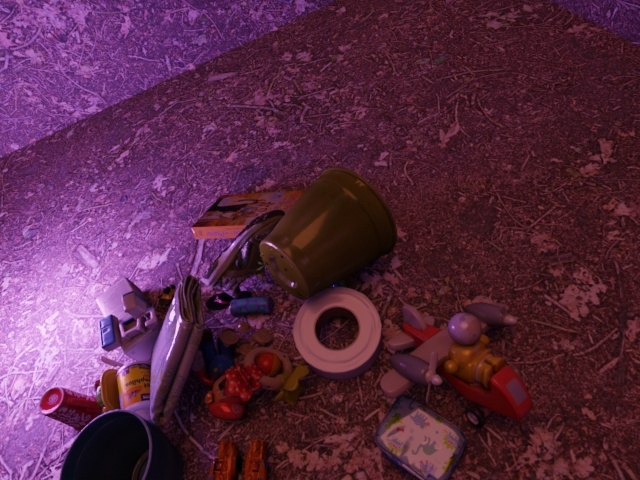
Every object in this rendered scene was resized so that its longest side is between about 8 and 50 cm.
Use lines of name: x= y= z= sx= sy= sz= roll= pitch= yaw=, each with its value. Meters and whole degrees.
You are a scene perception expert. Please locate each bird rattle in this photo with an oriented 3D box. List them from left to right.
bird rattle: x=-0.172 y=0.420 z=1.354 sx=0.253 sy=0.143 sz=0.207 roll=8 pitch=24 yaw=-12

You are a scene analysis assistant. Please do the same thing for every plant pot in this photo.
plant pot: x=-0.536 y=0.658 z=1.239 sx=0.271 sy=0.255 sz=0.272 roll=-9 pitch=54 yaw=12
plant pot: x=0.000 y=0.000 z=1.438 sx=0.353 sy=0.366 sz=0.366 roll=-38 pitch=53 yaw=-26

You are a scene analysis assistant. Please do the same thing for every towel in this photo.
towel: x=-0.468 y=0.334 z=1.382 sx=0.374 sy=0.090 sz=0.320 roll=-67 pitch=23 yaw=15

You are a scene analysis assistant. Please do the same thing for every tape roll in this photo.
tape roll: x=0.057 y=0.298 z=1.397 sx=0.286 sy=0.100 sz=0.286 roll=-4 pitch=60 yaw=8

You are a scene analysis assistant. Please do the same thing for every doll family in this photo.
doll family: x=-0.562 y=0.220 z=1.682 sx=0.193 sy=0.076 sz=0.111 roll=5 pitch=53 yaw=14

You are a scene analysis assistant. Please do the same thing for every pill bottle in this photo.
pill bottle: x=-0.609 y=0.523 z=1.446 sx=0.117 sy=0.117 sz=0.215 roll=-28 pitch=52 yaw=-4

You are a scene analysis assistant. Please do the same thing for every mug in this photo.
mug: x=-0.835 y=0.552 z=1.461 sx=0.150 sy=0.169 sz=0.113 roll=-31 pitch=52 yaw=-6

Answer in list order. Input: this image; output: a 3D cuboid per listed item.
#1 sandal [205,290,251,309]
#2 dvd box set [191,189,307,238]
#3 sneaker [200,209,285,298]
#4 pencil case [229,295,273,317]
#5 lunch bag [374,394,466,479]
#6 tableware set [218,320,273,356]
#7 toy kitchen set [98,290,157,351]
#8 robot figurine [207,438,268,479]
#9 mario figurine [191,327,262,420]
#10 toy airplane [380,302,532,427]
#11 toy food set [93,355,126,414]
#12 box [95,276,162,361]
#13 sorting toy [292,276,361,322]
sandal: x=-0.352 y=0.217 z=1.635 sx=0.179 sy=0.040 sz=0.067 roll=-12 pitch=54 yaw=9
dvd box set: x=-0.267 y=-0.109 z=1.757 sx=0.420 sy=0.062 sz=0.308 roll=-1 pitch=31 yaw=17
sneaker: x=-0.244 y=0.055 z=1.564 sx=0.410 sy=0.182 sz=0.158 roll=-43 pitch=12 yaw=20
pencil case: x=-0.249 y=0.242 z=1.572 sx=0.151 sy=0.064 sz=0.070 roll=-8 pitch=92 yaw=11
lunch bag: x=0.268 y=0.548 z=1.178 sx=0.219 sy=0.090 sz=0.176 roll=26 pitch=65 yaw=30
tableware set: x=-0.255 y=0.334 z=1.480 sx=0.141 sy=0.020 sz=0.168 roll=29 pitch=30 yaw=20
toy kitchen set: x=-0.687 y=0.256 z=1.474 sx=0.207 sy=0.166 sz=0.122 roll=-27 pitch=53 yaw=-3
robot figurine: x=-0.239 y=0.720 z=1.213 sx=0.211 sy=0.085 sz=0.291 roll=-7 pitch=54 yaw=13
mario figurine: x=-0.304 y=0.419 z=1.399 sx=0.198 sy=0.170 sz=0.320 roll=-24 pitch=51 yaw=-3
toy airplane: x=0.370 y=0.292 z=1.214 sx=0.384 sy=0.272 sz=0.386 roll=6 pitch=39 yaw=8
toy food set: x=-0.724 y=0.521 z=1.488 sx=0.071 sy=0.128 sz=0.218 roll=-37 pitch=51 yaw=8
box: x=-0.708 y=0.299 z=1.634 sx=0.148 sy=0.121 sz=0.311 roll=-39 pitch=54 yaw=-13
sorting toy: x=0.013 y=0.170 z=1.559 sx=0.208 sy=0.038 sz=0.193 roll=34 pitch=70 yaw=33
